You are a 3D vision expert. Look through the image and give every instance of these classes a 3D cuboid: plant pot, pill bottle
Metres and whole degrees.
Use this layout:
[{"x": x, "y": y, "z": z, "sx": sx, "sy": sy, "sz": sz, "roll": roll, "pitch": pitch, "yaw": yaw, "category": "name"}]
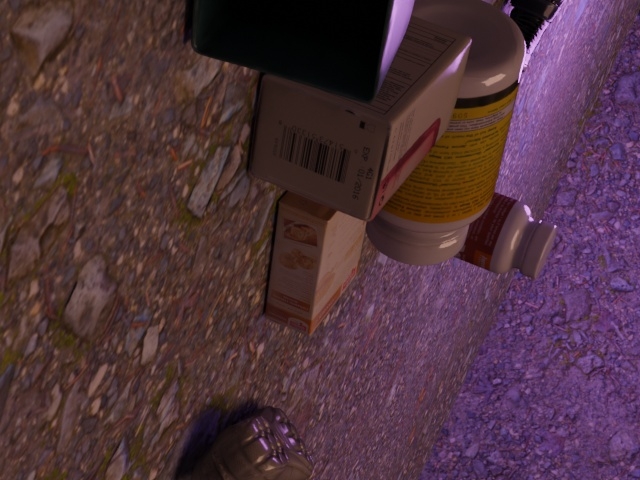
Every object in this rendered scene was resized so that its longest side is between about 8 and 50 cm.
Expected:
[{"x": 0.014, "y": -0.265, "z": 1.102, "sx": 0.234, "sy": 0.166, "sz": 0.165, "roll": -61, "pitch": 164, "yaw": -49, "category": "plant pot"}, {"x": 0.257, "y": -0.020, "z": 2.018, "sx": 0.121, "sy": 0.216, "sz": 0.121, "roll": -57, "pitch": 161, "yaw": -33, "category": "pill bottle"}, {"x": 0.143, "y": -0.132, "z": 1.640, "sx": 0.188, "sy": 0.188, "sz": 0.334, "roll": -53, "pitch": 159, "yaw": -42, "category": "pill bottle"}]

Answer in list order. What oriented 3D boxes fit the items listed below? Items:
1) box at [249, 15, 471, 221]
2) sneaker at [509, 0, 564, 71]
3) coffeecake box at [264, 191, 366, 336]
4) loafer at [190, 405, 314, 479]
[{"x": 0.045, "y": -0.146, "z": 1.368, "sx": 0.232, "sy": 0.149, "sz": 0.126, "roll": -48, "pitch": 155, "yaw": -50, "category": "box"}, {"x": 0.348, "y": -0.374, "z": 2.148, "sx": 0.163, "sy": 0.086, "sz": 0.226, "roll": -62, "pitch": 177, "yaw": 19, "category": "sneaker"}, {"x": 0.000, "y": 0.000, "z": 1.563, "sx": 0.142, "sy": 0.068, "sz": 0.185, "roll": -51, "pitch": 157, "yaw": -47, "category": "coffeecake box"}, {"x": -0.087, "y": 0.279, "z": 1.625, "sx": 0.111, "sy": 0.112, "sz": 0.319, "roll": -32, "pitch": 166, "yaw": 5, "category": "loafer"}]
